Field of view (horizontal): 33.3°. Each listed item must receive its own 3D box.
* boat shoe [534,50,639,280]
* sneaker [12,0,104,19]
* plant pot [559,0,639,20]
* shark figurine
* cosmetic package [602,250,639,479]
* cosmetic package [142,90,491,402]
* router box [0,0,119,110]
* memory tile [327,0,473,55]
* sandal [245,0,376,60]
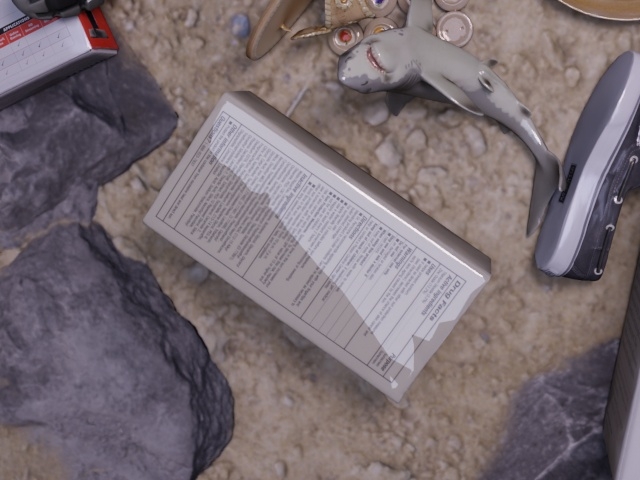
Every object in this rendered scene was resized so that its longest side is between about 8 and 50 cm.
[{"bbox_3d":[0.282,-0.065,1.032,0.076,0.080,0.228,17,99,-10],"label":"boat shoe"},{"bbox_3d":[-0.209,-0.321,1.038,0.106,0.101,0.267,38,72,14],"label":"sneaker"},{"bbox_3d":[0.294,-0.327,1.010,0.236,0.032,0.236,2,99,10],"label":"plant pot"},{"bbox_3d":[0.125,-0.131,1.049,0.278,0.166,0.116,29,139,-22],"label":"shark figurine"},{"bbox_3d":[0.413,0.017,0.964,0.230,0.161,0.453,10,105,8],"label":"cosmetic package"},{"bbox_3d":[0.000,0.000,1.067,0.309,0.113,0.160,36,103,2],"label":"cosmetic package"},{"bbox_3d":[-0.425,-0.264,1.110,0.336,0.082,0.301,-23,94,12],"label":"router box"},{"bbox_3d":[0.077,-0.243,1.068,0.148,0.012,0.113,-2,98,9],"label":"memory tile"},{"bbox_3d":[0.030,-0.249,1.023,0.079,0.088,0.240,40,98,8],"label":"sandal"}]
